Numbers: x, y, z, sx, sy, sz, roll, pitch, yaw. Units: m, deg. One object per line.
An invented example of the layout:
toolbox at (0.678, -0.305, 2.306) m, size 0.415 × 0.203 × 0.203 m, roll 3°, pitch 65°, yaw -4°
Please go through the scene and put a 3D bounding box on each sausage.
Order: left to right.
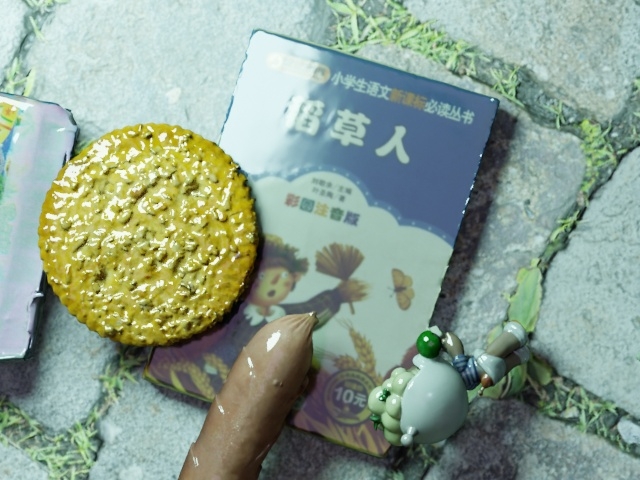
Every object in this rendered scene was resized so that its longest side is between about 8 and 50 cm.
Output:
sausage at (-0.113, 0.265, 1.879) m, size 0.088 × 0.088 × 0.433 m, roll 27°, pitch 95°, yaw 11°

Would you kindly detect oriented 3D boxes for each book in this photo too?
book at (0.000, 0.000, 1.937) m, size 0.300 × 0.039 × 0.428 m, roll 17°, pitch 87°, yaw 10°

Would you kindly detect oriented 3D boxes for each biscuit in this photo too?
biscuit at (-0.192, -0.007, 1.909) m, size 0.253 × 0.035 × 0.254 m, roll 0°, pitch 86°, yaw -2°

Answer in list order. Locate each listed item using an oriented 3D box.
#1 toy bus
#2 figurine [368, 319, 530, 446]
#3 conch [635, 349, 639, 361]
toy bus at (-0.367, -0.008, 1.964) m, size 0.137 × 0.112 × 0.317 m, roll 9°, pitch 86°, yaw -1°
figurine at (0.138, 0.152, 1.862) m, size 0.197 × 0.147 × 0.093 m, roll -38°, pitch 43°, yaw -27°
conch at (0.411, 0.107, 1.833) m, size 0.153 × 0.102 × 0.135 m, roll -2°, pitch 69°, yaw -25°
